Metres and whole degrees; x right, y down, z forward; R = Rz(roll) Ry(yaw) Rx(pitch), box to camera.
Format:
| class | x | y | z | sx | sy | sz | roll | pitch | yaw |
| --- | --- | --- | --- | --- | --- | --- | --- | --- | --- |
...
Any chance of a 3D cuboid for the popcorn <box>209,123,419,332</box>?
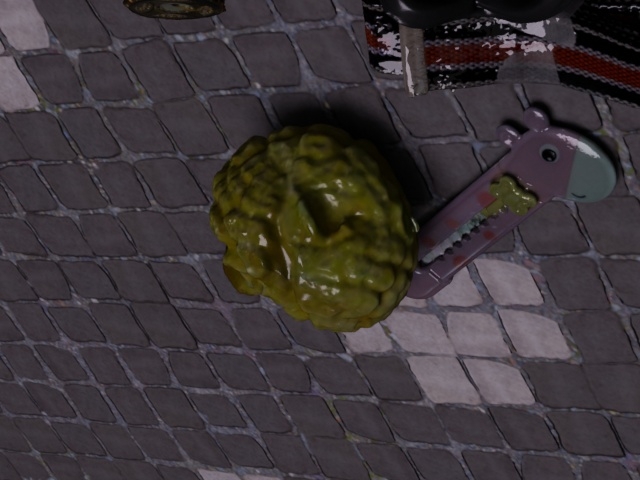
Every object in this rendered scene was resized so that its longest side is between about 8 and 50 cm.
| class | x | y | z | sx | sy | sz | roll | pitch | yaw |
| --- | --- | --- | --- | --- | --- | --- | --- | --- | --- |
| popcorn | 0.000 | 0.000 | 2.018 | 0.236 | 0.206 | 0.251 | 9 | 147 | 27 |

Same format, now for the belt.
| class | x | y | z | sx | sy | sz | roll | pitch | yaw |
| --- | --- | --- | --- | --- | --- | --- | --- | --- | --- |
| belt | 0.215 | -0.190 | 1.715 | 0.359 | 0.126 | 0.094 | 8 | 127 | 22 |

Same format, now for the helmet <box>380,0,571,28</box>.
| class | x | y | z | sx | sy | sz | roll | pitch | yaw |
| --- | --- | --- | --- | --- | --- | --- | --- | --- | --- |
| helmet | 0.141 | -0.286 | 1.587 | 0.216 | 0.193 | 0.189 | 35 | 145 | 1 |

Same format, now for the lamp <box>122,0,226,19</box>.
| class | x | y | z | sx | sy | sz | roll | pitch | yaw |
| --- | --- | --- | --- | --- | --- | --- | --- | --- | --- |
| lamp | -0.139 | -0.322 | 1.759 | 0.226 | 0.227 | 0.227 | 20 | 142 | 17 |

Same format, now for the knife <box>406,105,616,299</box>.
| class | x | y | z | sx | sy | sz | roll | pitch | yaw |
| --- | --- | --- | --- | --- | --- | --- | --- | --- | --- |
| knife | 0.173 | -0.022 | 1.996 | 0.132 | 0.038 | 0.398 | 41 | 144 | -6 |
